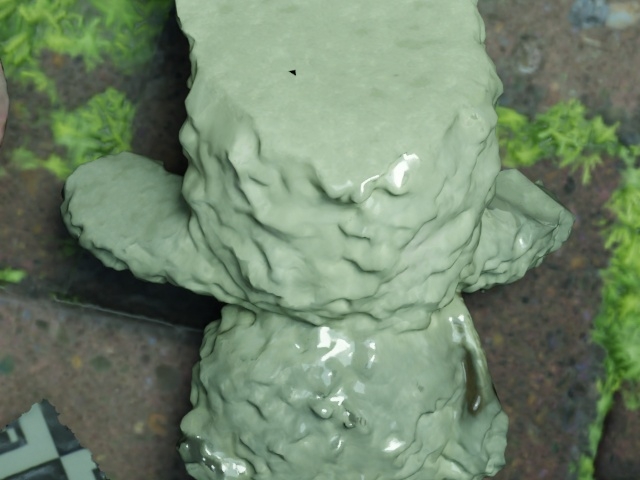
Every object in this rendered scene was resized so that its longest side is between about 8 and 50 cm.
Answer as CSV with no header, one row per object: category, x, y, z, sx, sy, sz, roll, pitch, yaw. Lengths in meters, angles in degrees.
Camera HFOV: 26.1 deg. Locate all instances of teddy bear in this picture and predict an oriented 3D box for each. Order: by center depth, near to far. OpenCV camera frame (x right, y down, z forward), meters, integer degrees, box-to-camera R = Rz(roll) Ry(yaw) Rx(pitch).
teddy bear,0.000,0.000,0.901,0.327,0.375,0.362,-6,138,-7

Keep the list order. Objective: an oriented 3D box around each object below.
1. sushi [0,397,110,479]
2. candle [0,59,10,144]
sushi,-0.232,0.307,0.926,0.339,0.069,0.320,-36,107,-3
candle,-0.360,-0.059,0.821,0.316,0.131,0.287,19,95,-13
